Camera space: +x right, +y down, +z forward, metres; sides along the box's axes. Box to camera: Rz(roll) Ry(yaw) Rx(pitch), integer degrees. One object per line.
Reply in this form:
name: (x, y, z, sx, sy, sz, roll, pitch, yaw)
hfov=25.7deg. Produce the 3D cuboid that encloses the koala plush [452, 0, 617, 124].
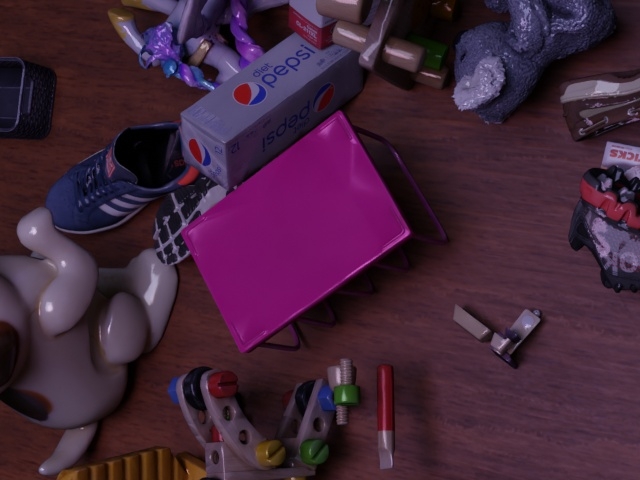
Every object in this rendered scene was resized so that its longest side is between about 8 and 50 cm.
koala plush: (0.255, -0.256, 1.849, 0.203, 0.196, 0.221, 33, 96, 15)

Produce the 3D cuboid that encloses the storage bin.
storage bin: (-0.536, -0.234, 2.315, 0.180, 0.084, 0.122, 4, 86, 29)

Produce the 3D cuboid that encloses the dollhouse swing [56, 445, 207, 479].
dollhouse swing: (-0.159, 0.457, 1.871, 0.305, 0.347, 0.315, 0, 91, 31)

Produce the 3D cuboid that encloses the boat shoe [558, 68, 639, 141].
boat shoe: (0.436, -0.175, 1.802, 0.257, 0.095, 0.095, -7, 89, 36)

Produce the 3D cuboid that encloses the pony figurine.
pony figurine: (-0.163, -0.360, 2.059, 0.363, 0.303, 0.351, 42, 136, 22)

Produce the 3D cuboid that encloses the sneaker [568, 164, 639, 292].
sneaker: (0.432, 0.024, 1.774, 0.276, 0.097, 0.135, 33, 115, 17)

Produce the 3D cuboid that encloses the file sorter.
file sorter: (0.000, 0.000, 1.951, 0.290, 0.182, 0.202, -36, 68, 19)

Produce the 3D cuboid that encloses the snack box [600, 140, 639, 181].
snack box: (0.450, -0.081, 1.815, 0.178, 0.022, 0.064, 14, 89, 29)

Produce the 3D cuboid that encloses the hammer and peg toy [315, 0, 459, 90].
hammer and peg toy: (0.122, -0.341, 1.830, 0.127, 0.361, 0.266, 22, 94, 14)

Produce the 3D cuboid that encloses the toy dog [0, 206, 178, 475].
toy dog: (-0.462, 0.138, 2.050, 0.284, 0.408, 0.395, 14, 91, 29)

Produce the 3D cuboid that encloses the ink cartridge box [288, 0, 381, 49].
ink cartridge box: (0.027, -0.370, 1.936, 0.127, 0.175, 0.072, -31, 57, -27)

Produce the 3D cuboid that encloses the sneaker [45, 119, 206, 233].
sneaker: (-0.305, -0.107, 2.142, 0.350, 0.148, 0.131, -21, 75, 24)

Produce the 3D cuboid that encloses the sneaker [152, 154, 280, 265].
sneaker: (-0.141, -0.040, 2.071, 0.279, 0.118, 0.107, -33, 61, 37)

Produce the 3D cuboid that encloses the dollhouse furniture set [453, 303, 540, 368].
dollhouse furniture set: (0.235, 0.098, 1.883, 0.114, 0.091, 0.081, 38, 86, 29)

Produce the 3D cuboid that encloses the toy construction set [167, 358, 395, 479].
toy construction set: (-0.048, 0.295, 1.895, 0.309, 0.257, 0.237, -8, 73, 23)

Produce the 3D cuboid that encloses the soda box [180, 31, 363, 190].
soda box: (-0.064, -0.195, 1.963, 0.091, 0.098, 0.286, 34, 57, 26)
